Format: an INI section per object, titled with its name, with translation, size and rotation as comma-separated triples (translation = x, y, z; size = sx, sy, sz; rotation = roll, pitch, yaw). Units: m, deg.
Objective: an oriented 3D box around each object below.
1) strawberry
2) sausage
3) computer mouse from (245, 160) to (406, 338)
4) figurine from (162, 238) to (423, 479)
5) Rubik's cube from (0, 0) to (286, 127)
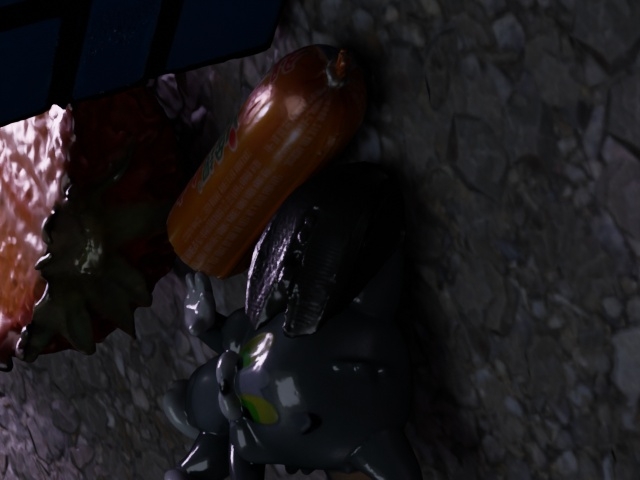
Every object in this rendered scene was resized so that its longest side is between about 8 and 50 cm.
[strawberry]
translation = -0.196, -0.040, 1.417
size = 0.280, 0.150, 0.253
rotation = 25, 113, 53
[sausage]
translation = -0.030, -0.058, 1.236
size = 0.071, 0.071, 0.234
rotation = 59, 145, 15
[computer mouse]
translation = 0.000, 0.000, 1.172
size = 0.079, 0.135, 0.047
rotation = 17, 154, 35
[figurine]
translation = -0.026, 0.119, 1.270
size = 0.265, 0.140, 0.193
rotation = 130, 137, -66
[Rubik's cube]
translation = -0.178, -0.271, 1.141
size = 0.293, 0.283, 0.288
rotation = 48, 142, 26
